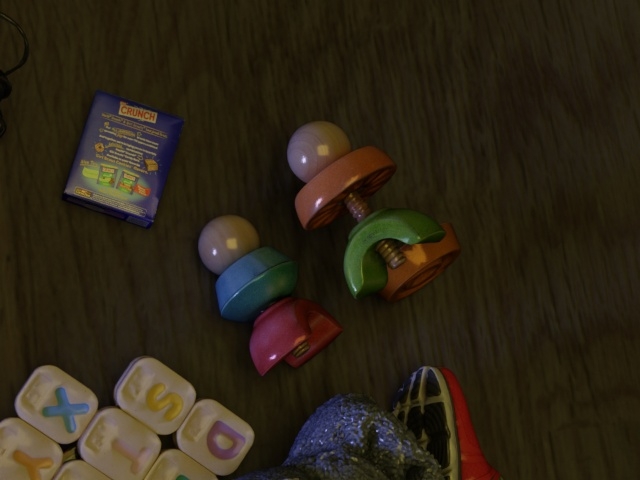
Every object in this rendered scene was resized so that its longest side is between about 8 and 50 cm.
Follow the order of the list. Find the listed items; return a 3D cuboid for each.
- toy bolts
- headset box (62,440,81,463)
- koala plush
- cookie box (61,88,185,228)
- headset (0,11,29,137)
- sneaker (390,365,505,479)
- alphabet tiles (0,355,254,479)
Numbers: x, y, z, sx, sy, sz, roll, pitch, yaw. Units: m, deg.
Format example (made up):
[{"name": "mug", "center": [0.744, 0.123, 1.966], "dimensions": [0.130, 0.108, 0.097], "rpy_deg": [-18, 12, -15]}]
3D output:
[{"name": "toy bolts", "center": [0.000, 0.000, 1.659], "dimensions": [0.228, 0.218, 0.158], "rpy_deg": [-39, 77, 15]}, {"name": "headset box", "center": [-0.230, 0.227, 1.610], "dimensions": [0.083, 0.032, 0.062], "rpy_deg": [-37, 91, -18]}, {"name": "koala plush", "center": [-0.018, 0.248, 1.557], "dimensions": [0.221, 0.196, 0.203], "rpy_deg": [-9, 75, -37]}, {"name": "cookie box", "center": [-0.187, -0.077, 1.667], "dimensions": [0.091, 0.040, 0.107], "rpy_deg": [19, 77, -10]}, {"name": "headset", "center": [-0.382, -0.287, 1.627], "dimensions": [0.243, 0.185, 0.394], "rpy_deg": [-23, 72, -20]}, {"name": "sneaker", "center": [0.148, 0.252, 1.682], "dimensions": [0.118, 0.107, 0.279], "rpy_deg": [-13, 87, -34]}, {"name": "alphabet tiles", "center": [-0.188, 0.254, 1.592], "dimensions": [0.278, 0.021, 0.284], "rpy_deg": [38, 76, -17]}]
